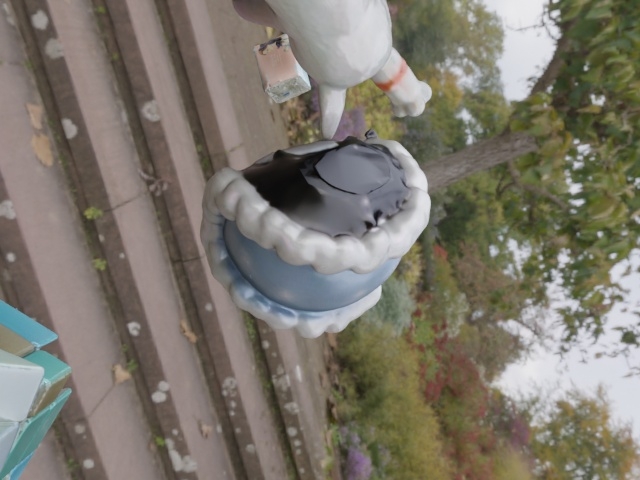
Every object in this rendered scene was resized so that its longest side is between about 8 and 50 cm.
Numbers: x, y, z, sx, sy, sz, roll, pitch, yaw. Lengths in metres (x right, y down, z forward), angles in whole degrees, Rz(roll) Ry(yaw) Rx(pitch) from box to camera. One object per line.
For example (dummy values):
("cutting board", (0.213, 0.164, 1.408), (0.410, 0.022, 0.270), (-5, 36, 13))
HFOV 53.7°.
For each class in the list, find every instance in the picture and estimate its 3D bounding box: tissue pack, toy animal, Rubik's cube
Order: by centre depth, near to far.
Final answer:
("toy animal", (0.004, -0.211, 0.570), (0.138, 0.140, 0.282), (59, 1, 32))
("toy animal", (0.000, 0.000, 0.616), (0.156, 0.208, 0.204), (62, -28, 27))
("Rubik's cube", (-0.396, 0.174, 0.633), (0.265, 0.224, 0.213), (-59, -178, 4))
("tissue pack", (-0.064, -0.289, 1.067), (0.058, 0.074, 0.095), (40, 32, -63))
